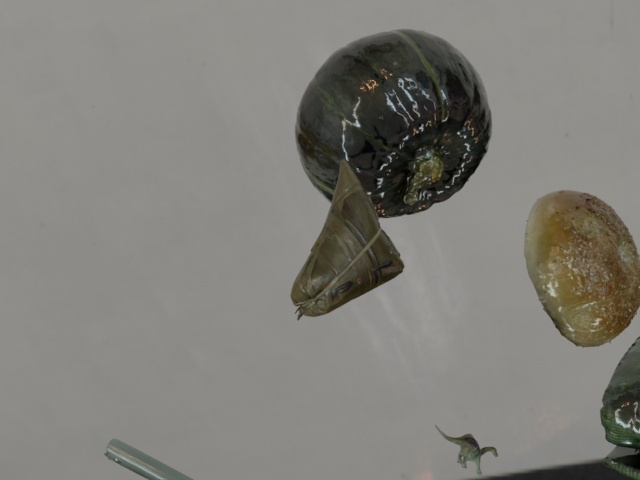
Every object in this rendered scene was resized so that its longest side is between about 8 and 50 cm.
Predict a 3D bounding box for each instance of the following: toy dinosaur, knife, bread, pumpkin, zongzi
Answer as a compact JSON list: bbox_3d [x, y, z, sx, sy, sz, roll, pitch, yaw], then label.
[{"bbox_3d":[0.239,0.343,1.563,0.037,0.058,0.180,-13,150,28],"label":"toy dinosaur"},{"bbox_3d":[-0.175,0.276,1.112,0.162,0.023,0.044,24,149,16],"label":"knife"},{"bbox_3d":[0.487,0.045,1.758,0.159,0.305,0.305,-20,121,31],"label":"bread"},{"bbox_3d":[0.119,-0.184,1.559,0.323,0.241,0.323,-19,135,-21],"label":"pumpkin"},{"bbox_3d":[0.000,0.000,1.258,0.081,0.189,0.178,-21,94,58],"label":"zongzi"}]

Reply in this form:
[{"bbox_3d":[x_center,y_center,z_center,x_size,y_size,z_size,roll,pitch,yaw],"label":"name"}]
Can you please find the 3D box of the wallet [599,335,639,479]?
[{"bbox_3d":[0.237,0.054,0.345,0.236,0.160,0.055,1,105,34],"label":"wallet"}]
